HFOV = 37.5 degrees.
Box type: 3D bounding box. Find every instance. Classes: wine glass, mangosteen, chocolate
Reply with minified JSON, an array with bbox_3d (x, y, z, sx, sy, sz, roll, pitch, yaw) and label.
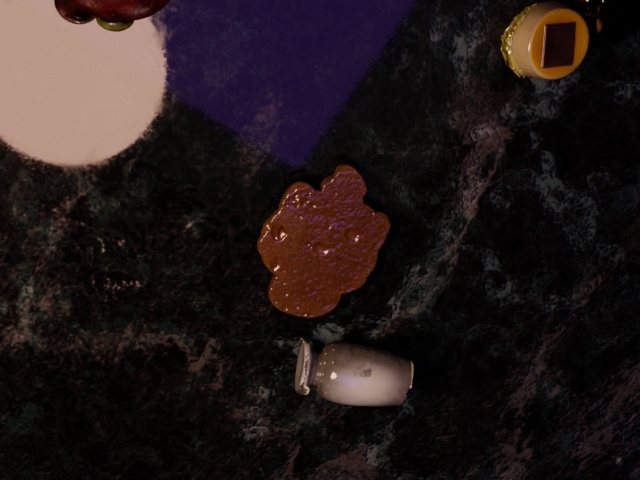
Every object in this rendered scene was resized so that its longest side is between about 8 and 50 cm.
[{"bbox_3d":[0.057,0.240,1.695,0.204,0.111,0.111,10,112,-10],"label":"wine glass"},{"bbox_3d":[-0.297,-0.381,1.356,0.200,0.200,0.199,-3,114,-6],"label":"mangosteen"},{"bbox_3d":[0.427,-0.442,1.452,0.224,0.177,0.206,-60,153,4],"label":"chocolate"}]

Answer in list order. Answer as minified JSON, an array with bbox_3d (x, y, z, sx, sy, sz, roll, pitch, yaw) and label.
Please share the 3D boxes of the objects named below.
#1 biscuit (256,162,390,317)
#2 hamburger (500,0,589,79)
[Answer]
[{"bbox_3d":[0.000,0.000,1.621,0.208,0.041,0.290,18,109,-15],"label":"biscuit"},{"bbox_3d":[0.356,-0.318,1.508,0.141,0.081,0.126,-24,117,-10],"label":"hamburger"}]
